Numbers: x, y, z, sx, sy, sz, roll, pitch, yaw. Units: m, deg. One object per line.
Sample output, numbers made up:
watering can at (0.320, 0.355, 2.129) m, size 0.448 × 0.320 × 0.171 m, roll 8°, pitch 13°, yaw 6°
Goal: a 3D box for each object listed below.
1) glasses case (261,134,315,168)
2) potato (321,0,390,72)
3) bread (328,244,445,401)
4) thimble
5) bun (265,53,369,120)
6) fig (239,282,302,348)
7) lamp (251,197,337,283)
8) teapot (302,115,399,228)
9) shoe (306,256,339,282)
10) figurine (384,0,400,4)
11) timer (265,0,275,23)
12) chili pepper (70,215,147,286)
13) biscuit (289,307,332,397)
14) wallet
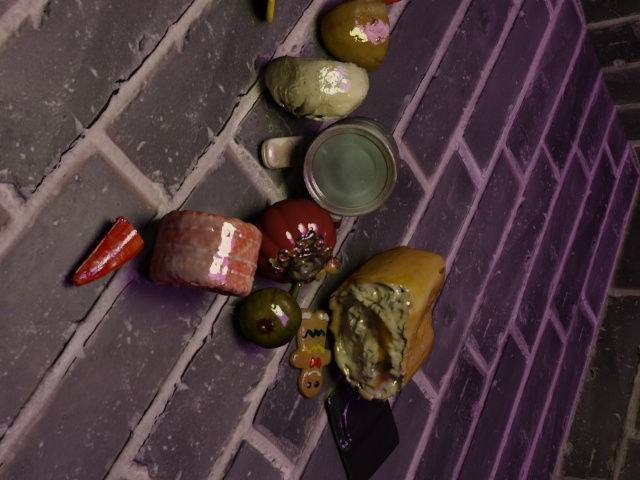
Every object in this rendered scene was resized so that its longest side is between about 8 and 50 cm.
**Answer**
glasses case at (-0.074, -0.228, 1.936) m, size 0.204 × 0.051 × 0.080 m, roll -16°, pitch 101°, yaw -49°
potato at (0.077, -0.563, 2.041) m, size 0.158 × 0.178 × 0.203 m, roll -7°, pitch 122°, yaw -33°
bread at (0.187, 0.198, 2.087) m, size 0.394 × 0.250 × 0.360 m, roll -40°, pitch 141°, yaw -56°
thimble at (-0.242, 0.027, 1.610) m, size 0.239 × 0.239 × 0.162 m, roll 18°, pitch 78°, yaw -48°
bun at (-0.005, -0.372, 1.874) m, size 0.259 × 0.259 × 0.152 m, roll 2°, pitch 99°, yaw -49°
fig at (-0.109, 0.172, 1.875) m, size 0.259 × 0.152 × 0.151 m, roll -48°, pitch 129°, yaw -72°
lamp at (-0.073, -0.002, 1.831) m, size 0.227 × 0.227 × 0.226 m, roll 0°, pitch 90°, yaw -49°
teapot at (0.085, -0.176, 1.969) m, size 0.312 × 0.233 × 0.314 m, roll -57°, pitch 168°, yaw -69°
shoe at (-0.007, 0.071, 1.989) m, size 0.109 × 0.072 × 0.069 m, roll -33°, pitch 137°, yaw -8°
figurine at (0.154, -0.771, 2.130) m, size 0.257 × 0.181 × 0.208 m, roll 55°, pitch 12°, yaw -36°
timer at (-0.087, -0.736, 1.745) m, size 0.387 × 0.377 × 0.375 m, roll 109°, pitch -11°, yaw -81°
chili pepper at (-0.436, 0.034, 1.511) m, size 0.169 × 0.065 × 0.088 m, roll -49°, pitch 124°, yaw -33°
biscuit at (-0.021, 0.299, 2.013) m, size 0.158 × 0.035 × 0.240 m, roll 2°, pitch 88°, yaw -47°
wallet at (0.130, 0.528, 2.185) m, size 0.247 × 0.041 × 0.322 m, roll -34°, pitch 117°, yaw -42°
